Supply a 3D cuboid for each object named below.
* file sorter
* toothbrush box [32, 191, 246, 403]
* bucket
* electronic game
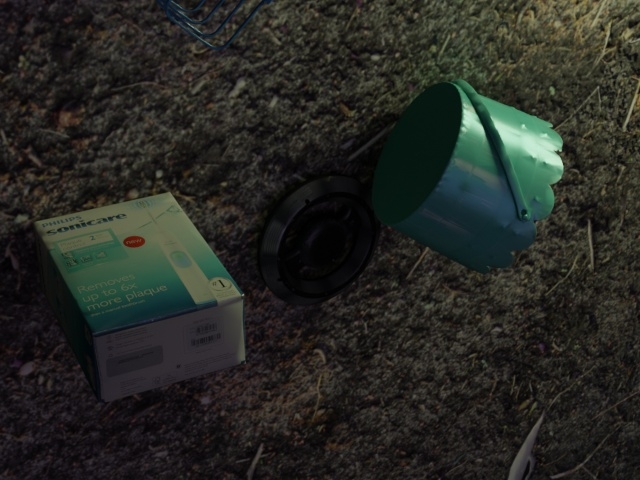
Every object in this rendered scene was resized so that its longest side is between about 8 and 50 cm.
[{"bbox_3d":[-0.162,-0.341,1.690,0.118,0.170,0.104,31,104,-40],"label":"file sorter"},{"bbox_3d":[-0.258,0.071,1.831,0.216,0.295,0.126,-13,125,-21],"label":"toothbrush box"},{"bbox_3d":[0.219,-0.102,2.001,0.183,0.281,0.281,24,108,-24],"label":"bucket"},{"bbox_3d":[0.000,0.000,2.095,0.229,0.048,0.229,-17,123,-28],"label":"electronic game"}]
